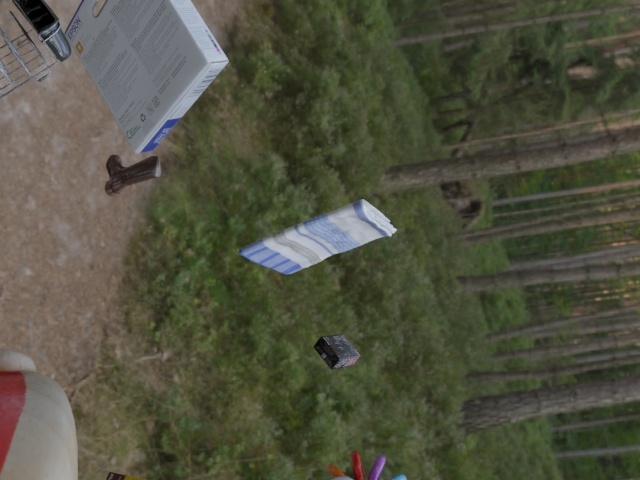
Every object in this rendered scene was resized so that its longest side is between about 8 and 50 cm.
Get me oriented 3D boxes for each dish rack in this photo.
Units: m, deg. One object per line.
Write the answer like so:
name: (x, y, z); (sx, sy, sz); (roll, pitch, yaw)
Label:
dish rack: (-0.556, -0.299, 1.094); (0.208, 0.271, 0.074); (45, -12, 43)

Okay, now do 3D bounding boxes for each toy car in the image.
toy car: (0.092, 0.491, 1.295); (0.159, 0.181, 0.136); (79, 24, -63)

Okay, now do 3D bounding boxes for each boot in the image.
boot: (-0.337, -0.137, 1.196); (0.037, 0.114, 0.107); (49, 24, -48)

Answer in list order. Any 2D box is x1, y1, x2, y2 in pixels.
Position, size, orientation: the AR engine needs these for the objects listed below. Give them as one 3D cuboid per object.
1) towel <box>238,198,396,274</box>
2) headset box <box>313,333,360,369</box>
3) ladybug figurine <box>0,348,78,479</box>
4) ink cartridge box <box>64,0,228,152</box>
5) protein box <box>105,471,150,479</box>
towel: (0.000, 0.000, 1.350); (0.209, 0.284, 0.034); (31, 41, -64)
headset box: (0.035, 0.219, 1.294); (0.083, 0.032, 0.062); (4, 38, -52)
ladybug figurine: (-0.288, 0.279, 0.402); (0.161, 0.305, 0.450); (27, 55, -32)
ink cartridge box: (-0.378, -0.409, 1.381); (0.071, 0.324, 0.330); (-24, 81, -50)
protein box: (-0.424, 0.688, 1.604); (0.201, 0.199, 0.136); (76, 25, -47)
